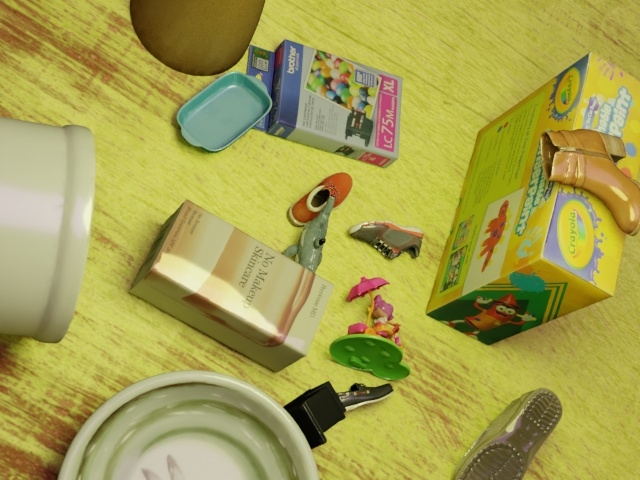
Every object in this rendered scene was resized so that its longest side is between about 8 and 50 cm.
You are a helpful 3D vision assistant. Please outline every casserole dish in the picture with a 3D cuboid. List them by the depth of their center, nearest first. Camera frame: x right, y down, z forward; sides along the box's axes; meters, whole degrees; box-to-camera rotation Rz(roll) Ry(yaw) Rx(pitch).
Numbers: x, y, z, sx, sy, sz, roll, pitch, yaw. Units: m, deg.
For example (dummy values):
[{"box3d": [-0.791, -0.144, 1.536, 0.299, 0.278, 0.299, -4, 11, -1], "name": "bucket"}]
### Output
[{"box3d": [-0.174, -0.227, 1.905, 0.114, 0.037, 0.188, 42, 64, 11], "name": "casserole dish"}]

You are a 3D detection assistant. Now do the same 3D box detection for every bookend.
[{"box3d": [-0.008, 0.287, 1.734, 0.157, 0.156, 0.072, -28, 86, -45], "name": "bookend"}]

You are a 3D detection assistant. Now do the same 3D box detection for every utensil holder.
[{"box3d": [-0.547, -0.032, 1.504, 0.386, 0.327, 0.327, 8, 69, -21], "name": "utensil holder"}]

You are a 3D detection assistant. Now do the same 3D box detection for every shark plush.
[{"box3d": [0.000, 0.000, 1.876, 0.073, 0.067, 0.161, 30, 99, -23], "name": "shark plush"}]

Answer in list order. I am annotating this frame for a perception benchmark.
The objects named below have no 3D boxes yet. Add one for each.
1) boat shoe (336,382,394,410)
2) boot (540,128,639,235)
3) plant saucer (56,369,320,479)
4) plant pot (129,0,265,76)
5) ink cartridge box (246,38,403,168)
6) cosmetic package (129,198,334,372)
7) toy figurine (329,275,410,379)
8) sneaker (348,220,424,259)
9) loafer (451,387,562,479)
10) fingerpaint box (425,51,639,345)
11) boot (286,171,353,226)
[{"box3d": [0.070, 0.271, 1.858, 0.133, 0.049, 0.042, -12, 85, -25], "name": "boat shoe"}, {"box3d": [0.443, -0.096, 1.737, 0.152, 0.073, 0.197, 3, 57, -24], "name": "boot"}, {"box3d": [-0.202, 0.401, 1.617, 0.401, 0.100, 0.400, 3, 78, -12], "name": "plant saucer"}, {"box3d": [-0.188, -0.451, 1.872, 0.237, 0.254, 0.237, 9, 69, -24], "name": "plant pot"}, {"box3d": [0.009, -0.267, 2.019, 0.311, 0.065, 0.185, 13, 66, -20], "name": "ink cartridge box"}, {"box3d": [-0.146, 0.080, 1.772, 0.296, 0.129, 0.153, 29, 60, -15], "name": "cosmetic package"}, {"box3d": [0.103, 0.145, 1.897, 0.173, 0.130, 0.159, 37, 47, -36], "name": "toy figurine"}, {"box3d": [0.127, 0.002, 1.981, 0.158, 0.061, 0.064, 7, 75, -24], "name": "sneaker"}, {"box3d": [0.336, 0.382, 1.932, 0.268, 0.092, 0.102, -42, 92, -16], "name": "loafer"}, {"box3d": [0.408, -0.066, 1.964, 0.163, 0.371, 0.444, 28, 61, -15], "name": "fingerpaint box"}, {"box3d": [0.015, -0.085, 1.941, 0.158, 0.084, 0.059, -40, 90, -33], "name": "boot"}]
